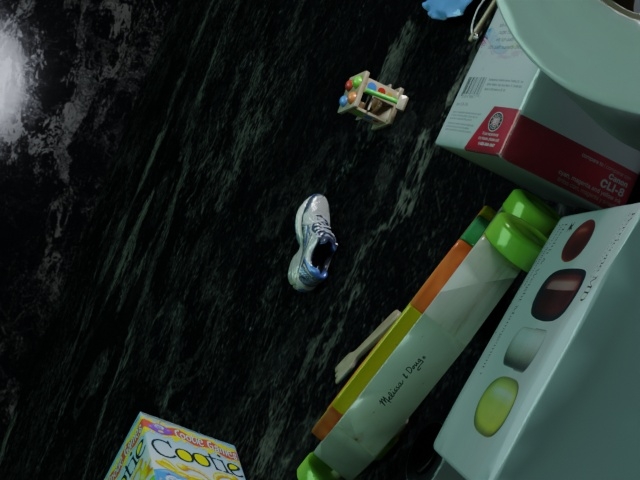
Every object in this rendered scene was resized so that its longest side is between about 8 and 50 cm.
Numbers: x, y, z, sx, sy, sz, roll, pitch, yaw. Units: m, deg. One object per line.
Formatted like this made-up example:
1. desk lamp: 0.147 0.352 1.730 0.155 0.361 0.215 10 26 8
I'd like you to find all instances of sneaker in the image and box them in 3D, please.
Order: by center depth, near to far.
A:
1. sneaker: 0.000 0.000 1.655 0.058 0.052 0.135 -23 53 49

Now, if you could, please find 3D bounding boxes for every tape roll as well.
1. tape roll: 0.253 -0.184 0.863 0.246 0.169 0.246 -4 81 25

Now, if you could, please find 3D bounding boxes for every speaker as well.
1. speaker: 0.134 0.183 0.969 0.055 0.136 0.055 -52 24 35

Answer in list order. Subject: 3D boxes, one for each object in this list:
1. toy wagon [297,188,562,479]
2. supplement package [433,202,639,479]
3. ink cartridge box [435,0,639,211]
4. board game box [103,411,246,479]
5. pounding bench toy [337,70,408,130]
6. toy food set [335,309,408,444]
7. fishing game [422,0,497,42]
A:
1. toy wagon: 0.097 0.074 1.067 0.267 0.068 0.344 -53 -4 17
2. supplement package: 0.191 0.096 0.804 0.194 0.149 0.203 -60 2 -3
3. ink cartridge box: 0.205 -0.129 1.066 0.176 0.127 0.128 -66 20 1
4. board game box: -0.172 0.347 1.548 0.144 0.142 0.275 -62 20 11
5. pounding bench toy: 0.068 -0.183 1.648 0.083 0.065 0.052 -11 58 66
6. toy food set: 0.062 0.167 1.329 0.132 0.039 0.192 -46 22 28
7. fishing game: 0.188 -0.356 1.581 0.189 0.041 0.264 -60 29 17
